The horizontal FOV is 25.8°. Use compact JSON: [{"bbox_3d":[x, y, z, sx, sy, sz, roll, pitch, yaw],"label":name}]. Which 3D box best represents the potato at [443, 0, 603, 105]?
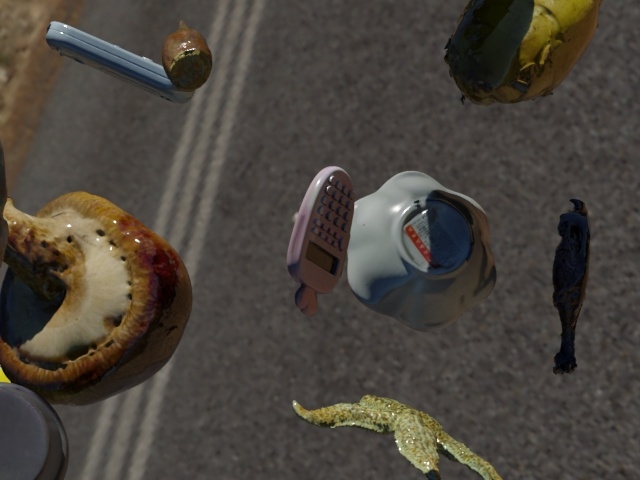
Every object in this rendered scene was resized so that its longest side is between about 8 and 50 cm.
[{"bbox_3d":[0.278,-0.290,1.869,0.300,0.173,0.140,-56,5,-29],"label":"potato"}]

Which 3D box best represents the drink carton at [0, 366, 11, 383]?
[{"bbox_3d":[-0.583,0.369,2.288,0.154,0.111,0.351,-2,-58,-62],"label":"drink carton"}]

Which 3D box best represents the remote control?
[{"bbox_3d":[-0.308,-0.270,2.142,0.087,0.244,0.047,168,125,-88],"label":"remote control"}]

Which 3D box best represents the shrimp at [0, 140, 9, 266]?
[{"bbox_3d":[-0.286,-0.082,0.850,0.164,0.316,0.062,-16,10,0],"label":"shrimp"}]

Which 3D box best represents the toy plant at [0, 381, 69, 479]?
[{"bbox_3d":[-0.436,0.276,1.845,0.185,0.279,0.400,-55,1,-16],"label":"toy plant"}]

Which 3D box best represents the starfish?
[{"bbox_3d":[0.155,0.307,2.171,0.078,0.358,0.347,-68,-19,0],"label":"starfish"}]

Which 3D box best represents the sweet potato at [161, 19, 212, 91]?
[{"bbox_3d":[-0.132,-0.188,1.363,0.049,0.049,0.117,-47,29,21],"label":"sweet potato"}]

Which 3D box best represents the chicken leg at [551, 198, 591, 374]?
[{"bbox_3d":[0.353,0.064,1.976,0.106,0.051,0.253,47,-131,-73],"label":"chicken leg"}]

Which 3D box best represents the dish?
[{"bbox_3d":[0.144,0.005,1.880,0.229,0.229,0.081,-64,4,-20],"label":"dish"}]

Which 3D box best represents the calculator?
[{"bbox_3d":[0.000,0.000,1.519,0.024,0.103,0.166,10,77,30],"label":"calculator"}]

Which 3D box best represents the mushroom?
[{"bbox_3d":[-0.377,0.086,2.114,0.345,0.259,0.345,-11,68,28],"label":"mushroom"}]
